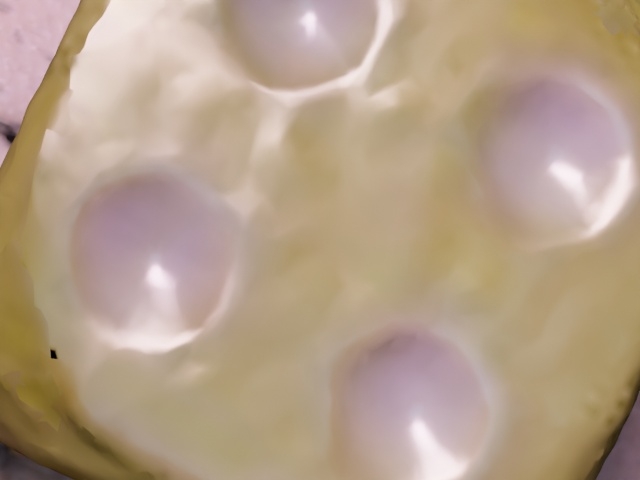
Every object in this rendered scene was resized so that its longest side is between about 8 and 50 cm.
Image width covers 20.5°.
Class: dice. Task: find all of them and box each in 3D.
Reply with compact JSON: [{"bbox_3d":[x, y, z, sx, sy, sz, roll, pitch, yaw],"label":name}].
[{"bbox_3d":[0.000,0.000,0.683,0.233,0.227,0.238,24,83,-5],"label":"dice"}]
